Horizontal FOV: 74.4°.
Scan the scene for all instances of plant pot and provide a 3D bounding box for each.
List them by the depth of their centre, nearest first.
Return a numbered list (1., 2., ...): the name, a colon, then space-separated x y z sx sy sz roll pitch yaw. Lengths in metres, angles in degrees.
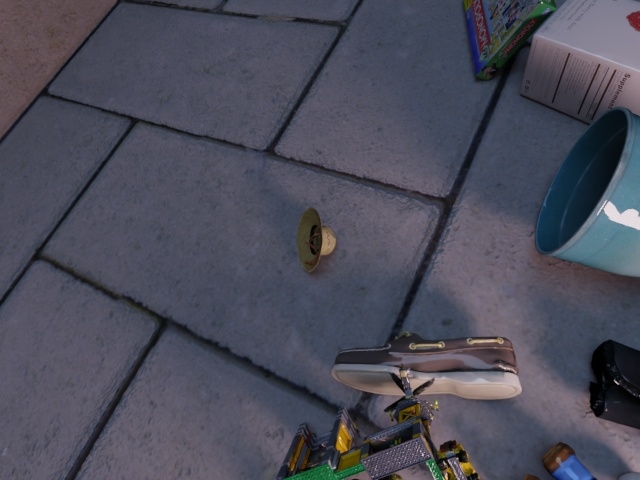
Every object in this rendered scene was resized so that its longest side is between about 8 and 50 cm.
1. plant pot: 0.560 -0.051 0.718 0.255 0.271 0.271 23 72 8

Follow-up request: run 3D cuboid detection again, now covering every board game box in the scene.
1. board game box: 0.447 -0.590 1.035 0.046 0.213 0.317 11 63 -17

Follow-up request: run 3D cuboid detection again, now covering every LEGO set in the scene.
1. LEGO set: 0.096 0.384 0.696 0.331 0.192 0.255 -36 90 14

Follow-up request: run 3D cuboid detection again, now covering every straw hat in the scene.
1. straw hat: 0.000 0.000 0.947 0.061 0.144 0.144 3 58 -26

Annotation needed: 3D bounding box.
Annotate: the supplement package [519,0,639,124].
1. supplement package: 0.618 -0.371 0.892 0.293 0.175 0.177 38 78 27

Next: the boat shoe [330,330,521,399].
1. boat shoe: 0.182 0.220 0.765 0.324 0.116 0.096 -2 53 16

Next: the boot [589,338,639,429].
1. boot: 0.566 0.200 0.672 0.207 0.094 0.246 20 78 20

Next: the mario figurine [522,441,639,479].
1. mario figurine: 0.438 0.462 0.591 0.320 0.170 0.198 43 118 39
